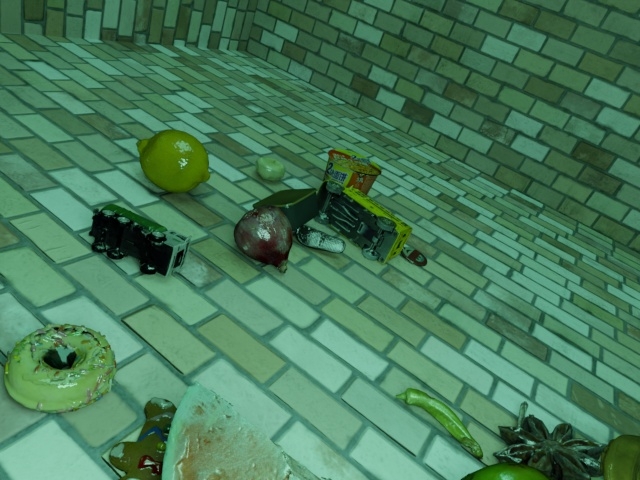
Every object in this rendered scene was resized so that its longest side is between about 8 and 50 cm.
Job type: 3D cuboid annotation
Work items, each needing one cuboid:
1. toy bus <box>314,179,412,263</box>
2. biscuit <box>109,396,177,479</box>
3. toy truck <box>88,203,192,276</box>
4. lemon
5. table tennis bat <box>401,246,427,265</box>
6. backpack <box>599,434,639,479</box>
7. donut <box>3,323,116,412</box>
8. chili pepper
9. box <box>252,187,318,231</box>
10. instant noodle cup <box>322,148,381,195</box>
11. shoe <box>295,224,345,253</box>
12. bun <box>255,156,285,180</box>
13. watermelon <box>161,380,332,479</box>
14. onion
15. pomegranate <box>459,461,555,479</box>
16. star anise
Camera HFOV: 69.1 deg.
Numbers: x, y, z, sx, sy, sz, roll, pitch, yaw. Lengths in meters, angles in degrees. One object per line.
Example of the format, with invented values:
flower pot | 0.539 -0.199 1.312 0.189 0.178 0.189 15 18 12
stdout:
toy bus | 0.132 -0.075 1.548 0.330 0.144 0.152 38 33 24
biscuit | -0.252 0.338 0.721 0.138 0.031 0.205 23 31 1
toy truck | -0.432 -0.006 1.106 0.243 0.101 0.125 24 17 9
lemon | -0.437 -0.239 1.396 0.244 0.186 0.187 23 29 7
table tennis bat | 0.298 0.040 1.599 0.155 0.019 0.098 35 32 16
backpack | 0.618 0.513 0.756 0.354 0.201 0.377 -24 81 -52
donut | -0.431 0.206 0.780 0.175 0.068 0.174 16 30 -10
chili pepper | 0.261 0.375 0.990 0.208 0.043 0.049 32 18 17
box | -0.100 -0.093 1.429 0.145 0.090 0.201 -1 19 25
instant noodle cup | 0.099 -0.219 1.734 0.214 0.174 0.213 16 28 -9
shoe | 0.000 0.000 1.427 0.160 0.062 0.053 18 2 5
bun | -0.189 -0.259 1.713 0.115 0.069 0.115 16 28 -9
watermelon | -0.096 0.343 0.662 0.305 0.180 0.224 31 19 21
onion | -0.140 0.001 1.253 0.194 0.160 0.159 56 36 4
pomegranate | 0.256 0.453 0.678 0.302 0.235 0.235 8 32 -24
star anise | 0.467 0.431 0.961 0.231 0.081 0.262 -10 8 1
